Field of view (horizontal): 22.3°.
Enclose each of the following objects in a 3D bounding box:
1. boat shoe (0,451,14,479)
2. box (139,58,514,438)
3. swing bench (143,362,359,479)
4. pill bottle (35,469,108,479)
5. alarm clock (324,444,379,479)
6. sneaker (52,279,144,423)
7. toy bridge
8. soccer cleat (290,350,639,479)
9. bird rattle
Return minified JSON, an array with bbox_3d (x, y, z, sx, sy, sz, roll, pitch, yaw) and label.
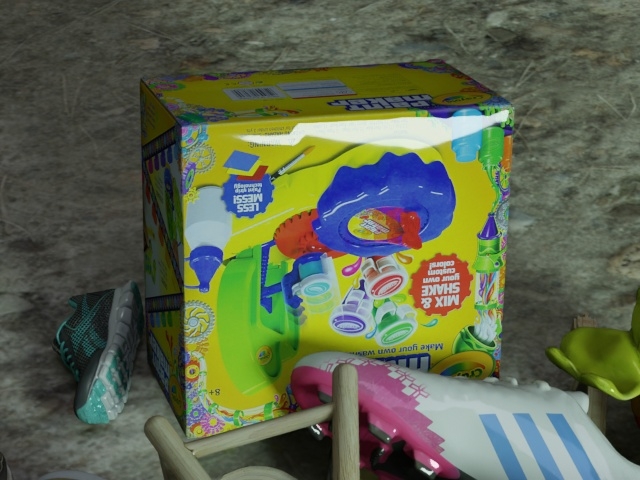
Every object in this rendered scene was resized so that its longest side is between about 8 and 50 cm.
[{"bbox_3d":[-0.416,0.171,1.337,0.324,0.096,0.116,8,42,-2],"label":"boat shoe"},{"bbox_3d":[0.000,0.000,1.443,0.290,0.279,0.177,-6,21,-16],"label":"box"},{"bbox_3d":[-0.006,0.271,1.164,0.165,0.253,0.254,-16,54,-8],"label":"swing bench"},{"bbox_3d":[-0.210,0.279,1.248,0.112,0.112,0.186,16,42,7],"label":"pill bottle"},{"bbox_3d":[0.059,0.224,1.396,0.129,0.064,0.192,23,41,14],"label":"alarm clock"},{"bbox_3d":[-0.211,0.105,1.490,0.076,0.065,0.166,-3,37,10],"label":"sneaker"},{"bbox_3d":[0.254,0.134,1.534,0.026,0.063,0.188,8,42,-2],"label":"toy bridge"},{"bbox_3d":[0.138,0.162,1.345,0.331,0.116,0.143,29,60,8],"label":"soccer cleat"},{"bbox_3d":[0.327,0.156,1.447,0.253,0.143,0.207,58,18,-1],"label":"bird rattle"}]
